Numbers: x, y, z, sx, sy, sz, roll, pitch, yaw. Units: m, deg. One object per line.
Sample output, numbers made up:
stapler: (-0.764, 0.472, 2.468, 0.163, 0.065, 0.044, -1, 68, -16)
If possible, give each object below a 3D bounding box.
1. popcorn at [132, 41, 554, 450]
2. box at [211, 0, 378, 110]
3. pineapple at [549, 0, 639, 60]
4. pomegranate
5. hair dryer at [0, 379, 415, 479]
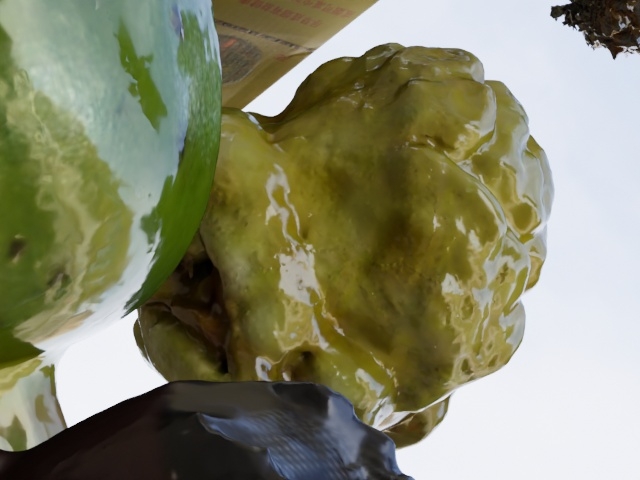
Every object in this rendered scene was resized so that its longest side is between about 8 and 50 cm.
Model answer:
popcorn: (0.000, 0.000, 0.924, 0.203, 0.200, 0.226, 23, -17, -28)
box: (-0.048, -0.105, 0.997, 0.155, 0.087, 0.023, -35, -122, 39)
pineapple: (0.243, -0.159, 1.172, 0.083, 0.221, 0.103, -159, -125, -72)
pomegranate: (-0.161, -0.024, 0.736, 0.260, 0.260, 0.341, -29, -106, 60)
hair dryer: (-0.169, 0.067, 0.538, 0.312, 0.123, 0.340, -37, -89, 19)
